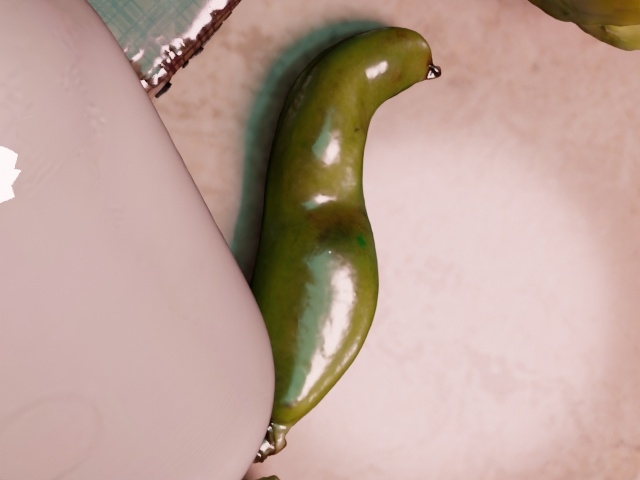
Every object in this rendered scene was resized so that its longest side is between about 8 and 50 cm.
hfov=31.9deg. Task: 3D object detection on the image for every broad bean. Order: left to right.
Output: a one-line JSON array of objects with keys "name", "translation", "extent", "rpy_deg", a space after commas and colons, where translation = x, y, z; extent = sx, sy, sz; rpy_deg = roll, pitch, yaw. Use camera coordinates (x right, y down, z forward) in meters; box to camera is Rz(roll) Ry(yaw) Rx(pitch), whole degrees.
[{"name": "broad bean", "translation": [0.000, 0.000, 0.521], "extent": [0.070, 0.048, 0.214], "rpy_deg": [18, 90, -16]}]

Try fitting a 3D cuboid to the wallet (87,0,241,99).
[{"name": "wallet", "translation": [-0.042, -0.182, 0.486], "extent": [0.230, 0.042, 0.124], "rpy_deg": [-47, 110, -4]}]

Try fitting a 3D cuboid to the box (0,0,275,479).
[{"name": "box", "translation": [-0.191, 0.072, 0.388], "extent": [0.349, 0.141, 0.289], "rpy_deg": [-33, 140, -9]}]

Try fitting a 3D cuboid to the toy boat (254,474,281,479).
[{"name": "toy boat", "translation": [0.028, 0.243, 0.531], "extent": [0.084, 0.111, 0.276], "rpy_deg": [-36, 109, -3]}]

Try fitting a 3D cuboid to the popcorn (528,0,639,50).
[{"name": "popcorn", "translation": [0.153, -0.177, 0.481], "extent": [0.212, 0.198, 0.198], "rpy_deg": [4, 97, -39]}]
